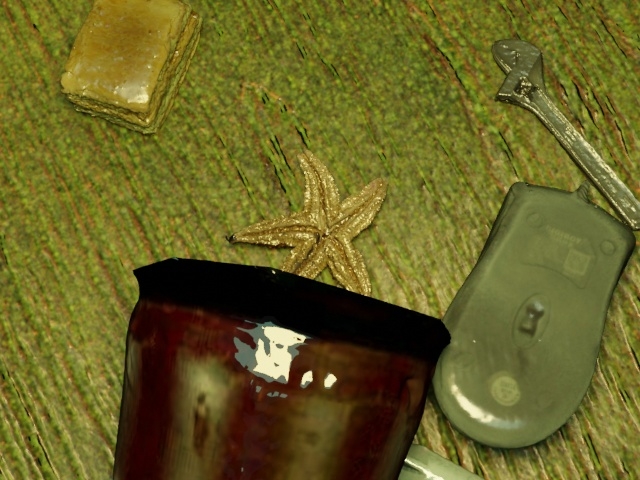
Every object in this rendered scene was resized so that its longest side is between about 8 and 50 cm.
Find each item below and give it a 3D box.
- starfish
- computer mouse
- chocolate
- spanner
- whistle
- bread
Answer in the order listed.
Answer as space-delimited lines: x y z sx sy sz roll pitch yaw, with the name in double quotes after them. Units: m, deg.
0.000 0.000 1.476 0.227 0.043 0.240 -24 78 -1 "starfish"
0.259 0.089 1.398 0.188 0.122 0.371 25 71 7 "computer mouse"
-0.070 0.223 1.256 0.383 0.383 0.331 11 75 6 "chocolate"
0.331 -0.143 1.506 0.093 0.026 0.325 -36 78 -7 "spanner"
0.214 0.330 1.365 0.312 0.062 0.062 27 78 10 "whistle"
-0.255 -0.255 1.531 0.138 0.102 0.196 21 76 6 "bread"
